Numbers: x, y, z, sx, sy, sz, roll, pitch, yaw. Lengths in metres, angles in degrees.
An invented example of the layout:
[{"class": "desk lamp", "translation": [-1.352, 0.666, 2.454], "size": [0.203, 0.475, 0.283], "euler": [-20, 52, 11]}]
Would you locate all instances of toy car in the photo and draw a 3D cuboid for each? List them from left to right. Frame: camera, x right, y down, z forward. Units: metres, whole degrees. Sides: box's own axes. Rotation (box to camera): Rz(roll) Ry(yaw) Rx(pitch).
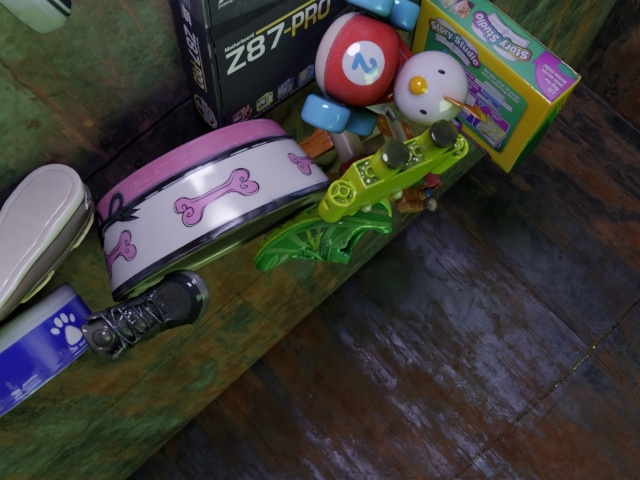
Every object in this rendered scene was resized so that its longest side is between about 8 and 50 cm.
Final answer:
[{"class": "toy car", "translation": [0.132, -0.240, 0.899], "size": [0.210, 0.237, 0.219], "euler": [-14, 129, -62]}]

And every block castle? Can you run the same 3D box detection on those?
[{"class": "block castle", "translation": [0.081, -0.119, 1.393], "size": [0.302, 0.213, 0.453], "euler": [-27, 169, 27]}]

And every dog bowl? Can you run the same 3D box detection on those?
[{"class": "dog bowl", "translation": [-0.491, 0.186, 0.968], "size": [0.264, 0.104, 0.265], "euler": [-34, -169, 8]}, {"class": "dog bowl", "translation": [-0.188, -0.056, 1.008], "size": [0.407, 0.151, 0.408], "euler": [-28, 180, 0]}]

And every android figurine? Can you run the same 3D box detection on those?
[{"class": "android figurine", "translation": [0.107, -0.100, 0.945], "size": [0.248, 0.056, 0.273], "euler": [-24, 172, -20]}]

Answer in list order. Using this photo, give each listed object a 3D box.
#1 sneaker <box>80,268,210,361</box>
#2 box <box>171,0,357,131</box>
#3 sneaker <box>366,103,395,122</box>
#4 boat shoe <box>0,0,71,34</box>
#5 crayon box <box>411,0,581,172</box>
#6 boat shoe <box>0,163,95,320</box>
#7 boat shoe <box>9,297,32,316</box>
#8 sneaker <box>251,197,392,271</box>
[{"class": "sneaker", "translation": [-0.263, 0.117, 0.891], "size": [0.227, 0.087, 0.130], "euler": [-22, -170, 37]}, {"class": "box", "translation": [-0.028, -0.363, 0.896], "size": [0.394, 0.097, 0.318], "euler": [-37, 162, -19]}, {"class": "sneaker", "translation": [0.095, -0.299, 1.380], "size": [0.228, 0.092, 0.087], "euler": [-21, 155, -51]}, {"class": "boat shoe", "translation": [-0.259, -0.295, 0.450], "size": [0.119, 0.121, 0.335], "euler": [-37, 162, -8]}, {"class": "crayon box", "translation": [0.370, -0.369, 1.371], "size": [0.106, 0.363, 0.313], "euler": [-40, 164, -13]}, {"class": "boat shoe", "translation": [-0.435, 0.042, 0.826], "size": [0.324, 0.116, 0.097], "euler": [-57, 165, -20]}, {"class": "boat shoe", "translation": [-0.495, 0.084, 0.914], "size": [0.302, 0.091, 0.114], "euler": [-39, 164, -14]}, {"class": "sneaker", "translation": [0.000, 0.000, 1.136], "size": [0.295, 0.124, 0.109], "euler": [-25, -179, 16]}]
